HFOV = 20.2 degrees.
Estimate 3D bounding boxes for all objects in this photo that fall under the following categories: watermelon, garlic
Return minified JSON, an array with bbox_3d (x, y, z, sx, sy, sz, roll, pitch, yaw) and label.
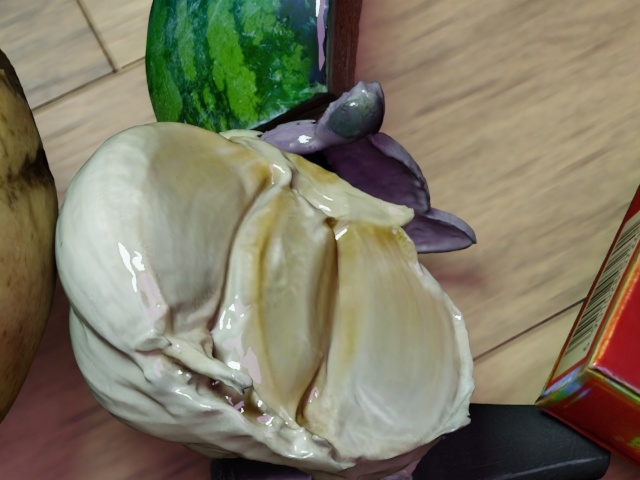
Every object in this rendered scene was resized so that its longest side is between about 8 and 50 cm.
[{"bbox_3d":[-0.025,-0.153,1.015,0.128,0.146,0.231,8,79,-9],"label":"watermelon"},{"bbox_3d":[-0.045,0.049,0.904,0.229,0.143,0.178,37,40,-21],"label":"garlic"}]

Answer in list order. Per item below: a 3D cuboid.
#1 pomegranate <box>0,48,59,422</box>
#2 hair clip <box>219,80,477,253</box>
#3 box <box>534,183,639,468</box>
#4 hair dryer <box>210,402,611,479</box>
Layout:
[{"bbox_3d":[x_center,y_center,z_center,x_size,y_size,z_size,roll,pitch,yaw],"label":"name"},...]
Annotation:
[{"bbox_3d":[-0.280,-0.007,0.875,0.322,0.322,0.322,2,79,-11],"label":"pomegranate"},{"bbox_3d":[0.000,-0.006,1.004,0.146,0.187,0.056,-17,40,17],"label":"hair clip"},{"bbox_3d":[0.280,0.009,1.049,0.197,0.089,0.313,31,65,-3],"label":"box"},{"bbox_3d":[0.061,0.217,1.013,0.235,0.091,0.272,-4,93,-20],"label":"hair dryer"}]
